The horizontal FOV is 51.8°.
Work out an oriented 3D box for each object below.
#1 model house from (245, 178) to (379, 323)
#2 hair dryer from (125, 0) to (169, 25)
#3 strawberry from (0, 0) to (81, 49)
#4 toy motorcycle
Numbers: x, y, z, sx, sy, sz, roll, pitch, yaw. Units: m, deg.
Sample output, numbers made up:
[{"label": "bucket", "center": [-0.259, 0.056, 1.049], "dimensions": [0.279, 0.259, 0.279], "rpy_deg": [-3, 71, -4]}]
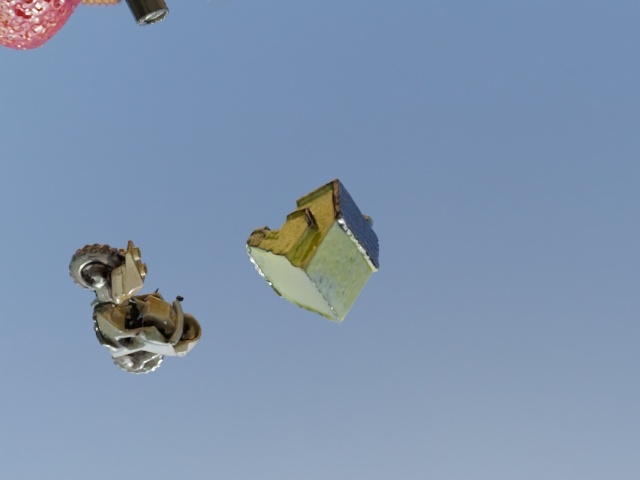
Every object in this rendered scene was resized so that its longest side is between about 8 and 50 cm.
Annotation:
[{"label": "model house", "center": [0.000, 0.000, 1.202], "dimensions": [0.170, 0.194, 0.211], "rpy_deg": [17, -118, 45]}, {"label": "hair dryer", "center": [-0.298, -0.325, 0.836], "dimensions": [0.195, 0.050, 0.173], "rpy_deg": [-22, -85, 31]}, {"label": "strawberry", "center": [-0.456, -0.422, 0.993], "dimensions": [0.257, 0.277, 0.257], "rpy_deg": [5, -127, -7]}, {"label": "toy motorcycle", "center": [-0.235, 0.089, 0.869], "dimensions": [0.129, 0.229, 0.094], "rpy_deg": [-8, -141, 2]}]
